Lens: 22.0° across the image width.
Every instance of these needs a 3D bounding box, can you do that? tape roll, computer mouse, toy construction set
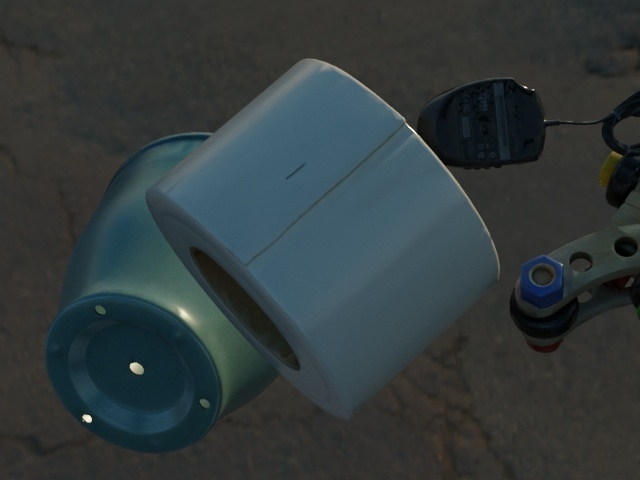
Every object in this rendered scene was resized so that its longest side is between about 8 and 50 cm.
[{"bbox_3d":[0.000,0.000,1.322,0.169,0.246,0.246,-42,48,-12],"label":"tape roll"},{"bbox_3d":[0.186,-0.095,1.310,0.242,0.071,0.041,-4,2,-19],"label":"computer mouse"},{"bbox_3d":[0.334,0.045,1.414,0.257,0.309,0.237,8,55,40],"label":"toy construction set"}]

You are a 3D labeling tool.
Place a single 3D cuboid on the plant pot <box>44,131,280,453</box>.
[{"bbox_3d":[-0.144,0.067,1.648,0.271,0.272,0.255,4,30,18],"label":"plant pot"}]
